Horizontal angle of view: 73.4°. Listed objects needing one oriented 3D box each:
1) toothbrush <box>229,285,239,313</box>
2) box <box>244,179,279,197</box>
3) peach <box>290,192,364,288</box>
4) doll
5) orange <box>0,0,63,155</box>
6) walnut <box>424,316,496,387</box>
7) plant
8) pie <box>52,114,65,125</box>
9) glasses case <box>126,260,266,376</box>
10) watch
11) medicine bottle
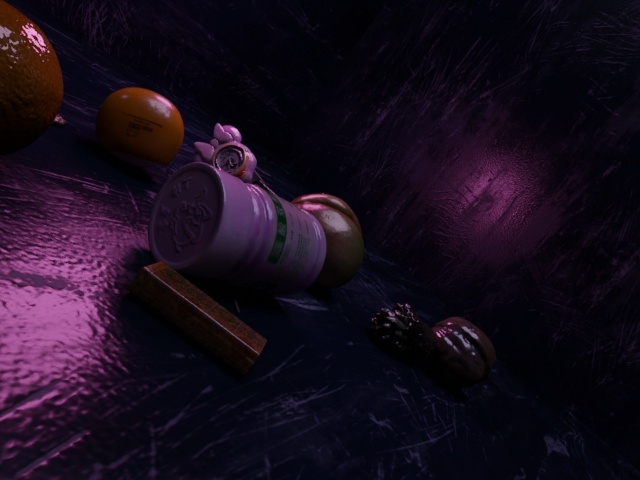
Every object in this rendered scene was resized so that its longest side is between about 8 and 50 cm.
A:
[{"bbox_3d":[-0.171,0.116,0.856,0.008,0.006,0.097,34,11,-32],"label":"toothbrush"},{"bbox_3d":[-0.185,-0.056,1.177,0.243,0.163,0.135,44,21,26],"label":"box"},{"bbox_3d":[0.000,0.000,1.299,0.292,0.247,0.292,30,33,-22],"label":"peach"},{"bbox_3d":[-0.475,-0.296,1.142,0.213,0.214,0.236,33,-2,-25],"label":"doll"},{"bbox_3d":[-0.533,-0.255,0.652,0.264,0.264,0.264,36,10,-8],"label":"orange"},{"bbox_3d":[0.426,0.351,1.331,0.224,0.224,0.224,36,10,-8],"label":"walnut"},{"bbox_3d":[0.241,0.264,1.254,0.194,0.132,0.129,39,7,-20],"label":"plant"},{"bbox_3d":[-0.657,-0.306,1.031,0.084,0.020,0.084,37,10,-8],"label":"pie"},{"bbox_3d":[-0.188,0.120,0.667,0.218,0.049,0.075,38,4,-1],"label":"glasses case"},{"bbox_3d":[-0.330,-0.266,1.597,0.248,0.210,0.217,48,-5,14],"label":"watch"},{"bbox_3d":[-0.154,-0.008,0.888,0.212,0.212,0.325,45,12,35],"label":"medicine bottle"}]
